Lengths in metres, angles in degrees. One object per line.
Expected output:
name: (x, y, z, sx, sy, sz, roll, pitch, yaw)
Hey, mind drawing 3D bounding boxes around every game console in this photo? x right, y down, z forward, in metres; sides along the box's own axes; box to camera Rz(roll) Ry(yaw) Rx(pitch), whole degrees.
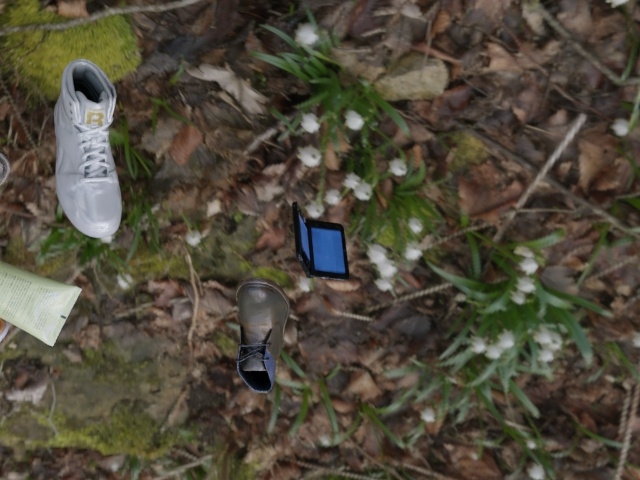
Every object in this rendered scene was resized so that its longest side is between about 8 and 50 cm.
game console: (0.000, 0.000, 1.484, 0.071, 0.122, 0.107, -13, 145, 9)

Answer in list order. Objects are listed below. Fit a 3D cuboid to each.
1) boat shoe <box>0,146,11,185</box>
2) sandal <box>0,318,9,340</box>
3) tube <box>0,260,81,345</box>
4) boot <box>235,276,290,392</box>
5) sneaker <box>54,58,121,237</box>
boat shoe: (-0.649, -0.096, 1.388, 0.307, 0.104, 0.110, -23, 131, 1)
sandal: (-0.700, 0.167, 1.568, 0.265, 0.102, 0.076, -15, 128, 12)
tube: (-0.464, 0.059, 1.185, 0.240, 0.062, 0.070, 26, 132, -13)
boot: (-0.087, 0.145, 1.289, 0.082, 0.106, 0.219, -1, 147, 4)
sneaker: (-0.396, -0.164, 1.452, 0.108, 0.169, 0.292, -9, 69, -26)
